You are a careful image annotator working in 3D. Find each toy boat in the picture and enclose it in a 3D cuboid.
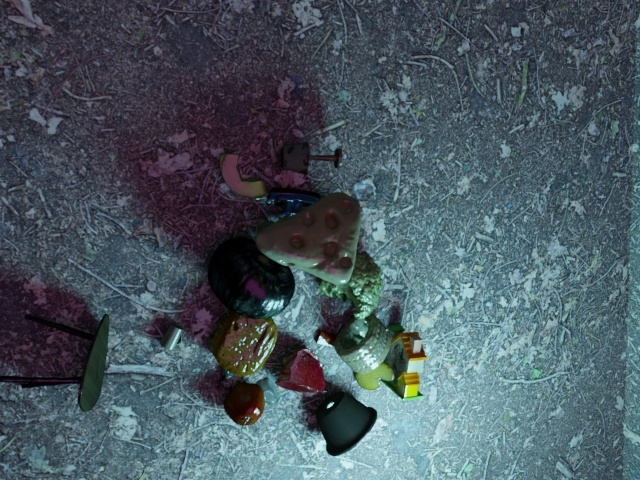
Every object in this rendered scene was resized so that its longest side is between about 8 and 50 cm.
[{"bbox_3d":[-0.092,-0.135,1.869,0.223,0.100,0.097,5,82,-22],"label":"toy boat"}]

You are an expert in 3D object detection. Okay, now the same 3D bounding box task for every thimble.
[{"bbox_3d":[0.174,0.410,2.072,0.229,0.196,0.148,-50,119,-20],"label":"thimble"}]

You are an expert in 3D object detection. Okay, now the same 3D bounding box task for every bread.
[{"bbox_3d":[0.231,0.566,2.180,0.065,0.187,0.150,-25,113,-64],"label":"bread"},{"bbox_3d":[-0.279,0.368,1.902,0.227,0.142,0.253,35,90,-19],"label":"bread"}]

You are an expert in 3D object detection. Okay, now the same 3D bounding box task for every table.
[{"bbox_3d":[-0.839,0.375,1.633,0.249,0.317,0.317,8,100,-11],"label":"table"}]

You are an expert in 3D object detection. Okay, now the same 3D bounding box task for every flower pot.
[{"bbox_3d":[0.086,0.739,2.122,0.269,0.269,0.166,-40,92,-9],"label":"flower pot"}]

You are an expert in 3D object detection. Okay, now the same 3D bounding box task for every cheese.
[{"bbox_3d":[-0.023,-0.048,1.770,0.351,0.129,0.328,22,71,-8],"label":"cheese"}]

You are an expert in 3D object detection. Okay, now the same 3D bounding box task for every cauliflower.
[{"bbox_3d":[0.115,0.169,1.995,0.250,0.272,0.275,-3,108,17],"label":"cauliflower"}]

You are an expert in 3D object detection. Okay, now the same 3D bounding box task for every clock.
[{"bbox_3d":[0.350,0.506,2.165,0.106,0.220,0.255,1,102,-26],"label":"clock"}]

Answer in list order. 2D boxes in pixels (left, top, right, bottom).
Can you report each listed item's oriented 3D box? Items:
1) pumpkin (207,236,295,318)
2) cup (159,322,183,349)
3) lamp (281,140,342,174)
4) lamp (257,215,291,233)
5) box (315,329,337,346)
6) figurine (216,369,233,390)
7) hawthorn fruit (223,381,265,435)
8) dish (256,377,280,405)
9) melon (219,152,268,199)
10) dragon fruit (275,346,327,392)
[{"bbox_3d":[-0.245,0.144,1.779,0.315,0.315,0.238,25,109,-27],"label":"pumpkin"},{"bbox_3d":[-0.526,0.349,1.836,0.075,0.054,0.083,29,89,-26],"label":"cup"},{"bbox_3d":[-0.032,-0.296,1.844,0.214,0.121,0.121,1,103,-13],"label":"lamp"},{"bbox_3d":[-0.158,-0.051,1.883,0.163,0.091,0.091,-41,116,-27],"label":"lamp"},{"bbox_3d":[0.024,0.405,2.107,0.082,0.023,0.052,19,97,-26],"label":"box"},{"bbox_3d":[-0.360,0.528,1.958,0.060,0.047,0.106,13,94,-42],"label":"figurine"},{"bbox_3d":[-0.280,0.637,1.931,0.162,0.203,0.163,-7,114,-16],"label":"hawthorn fruit"},{"bbox_3d":[-0.208,0.622,2.052,0.091,0.039,0.137,-41,114,-9],"label":"dish"},{"bbox_3d":[-0.282,-0.224,1.791,0.118,0.064,0.210,-33,111,-12],"label":"melon"},{"bbox_3d":[-0.083,0.517,2.045,0.274,0.126,0.161,36,53,-46],"label":"dragon fruit"}]
